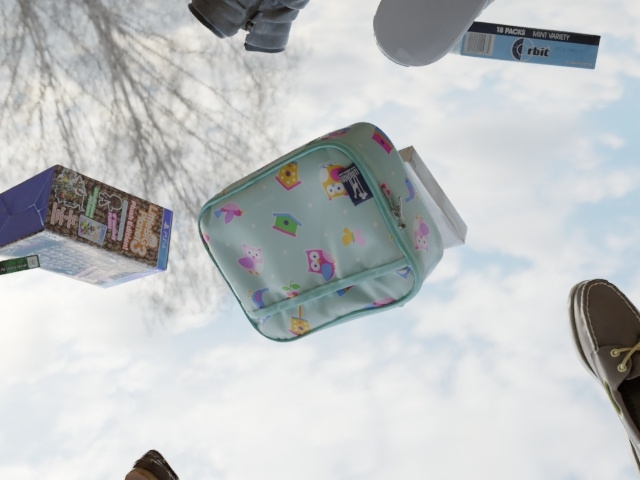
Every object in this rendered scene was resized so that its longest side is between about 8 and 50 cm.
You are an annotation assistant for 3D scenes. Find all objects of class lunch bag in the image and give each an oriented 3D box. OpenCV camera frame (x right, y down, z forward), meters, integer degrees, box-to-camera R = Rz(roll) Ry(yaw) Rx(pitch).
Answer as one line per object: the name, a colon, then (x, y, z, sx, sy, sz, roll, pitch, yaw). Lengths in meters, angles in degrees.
lunch bag: (0.000, 0.000, 0.950, 0.279, 0.224, 0.108, -23, -172, 36)

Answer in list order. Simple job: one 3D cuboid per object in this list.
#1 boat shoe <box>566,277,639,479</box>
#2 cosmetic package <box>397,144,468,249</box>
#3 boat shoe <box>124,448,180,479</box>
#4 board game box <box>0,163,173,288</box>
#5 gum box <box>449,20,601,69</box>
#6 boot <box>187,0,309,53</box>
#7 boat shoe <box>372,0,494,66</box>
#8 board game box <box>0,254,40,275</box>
boat shoe: (0.443, 0.193, 1.088, 0.116, 0.097, 0.325, -16, -110, -2)
cosmetic package: (0.204, -0.080, 1.623, 0.098, 0.239, 0.060, -18, -146, 32)
boat shoe: (-0.216, 0.414, 1.202, 0.073, 0.207, 0.073, -26, -171, 21)
board game box: (-0.501, -0.019, 1.658, 0.232, 0.291, 0.141, -16, -118, 39)
gum box: (0.219, -0.236, 0.940, 0.156, 0.041, 0.184, 4, -164, -8)
boot: (-0.016, -0.375, 1.148, 0.338, 0.223, 0.118, 7, -142, -34)
boat shoe: (0.146, -0.252, 0.637, 0.267, 0.096, 0.088, -51, -172, 18)
board game box: (-0.658, 0.061, 1.457, 0.259, 0.030, 0.136, -7, -178, 32)
